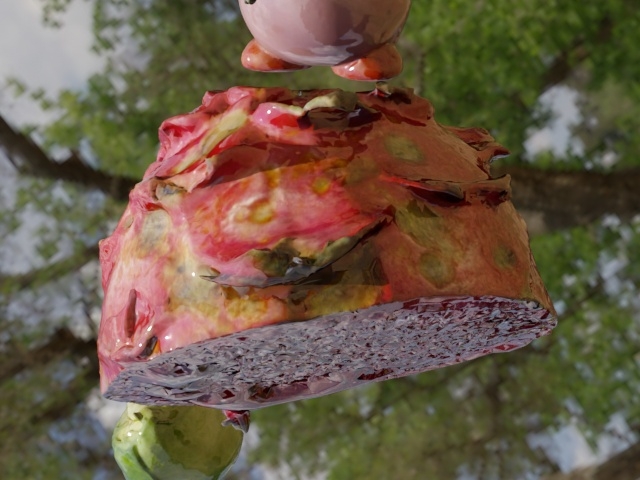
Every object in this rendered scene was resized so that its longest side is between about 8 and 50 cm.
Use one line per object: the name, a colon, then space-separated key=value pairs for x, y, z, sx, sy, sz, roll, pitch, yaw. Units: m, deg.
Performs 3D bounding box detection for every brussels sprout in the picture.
brussels sprout: x=-0.156 y=0.200 z=1.677 sx=0.145 sy=0.131 sz=0.183 roll=48 pitch=-144 yaw=-25

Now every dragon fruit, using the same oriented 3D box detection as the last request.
dragon fruit: x=0.000 y=0.000 z=1.201 sx=0.386 sy=0.371 sz=0.249 roll=0 pitch=-105 yaw=-36

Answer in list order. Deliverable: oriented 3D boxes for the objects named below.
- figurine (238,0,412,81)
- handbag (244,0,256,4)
figurine: x=0.005 y=-0.243 z=1.449 sx=0.173 sy=0.173 sz=0.173 roll=49 pitch=-163 yaw=-20
handbag: x=-0.151 y=-0.295 z=1.003 sx=0.316 sy=0.253 sz=0.109 roll=10 pitch=179 yaw=-5
